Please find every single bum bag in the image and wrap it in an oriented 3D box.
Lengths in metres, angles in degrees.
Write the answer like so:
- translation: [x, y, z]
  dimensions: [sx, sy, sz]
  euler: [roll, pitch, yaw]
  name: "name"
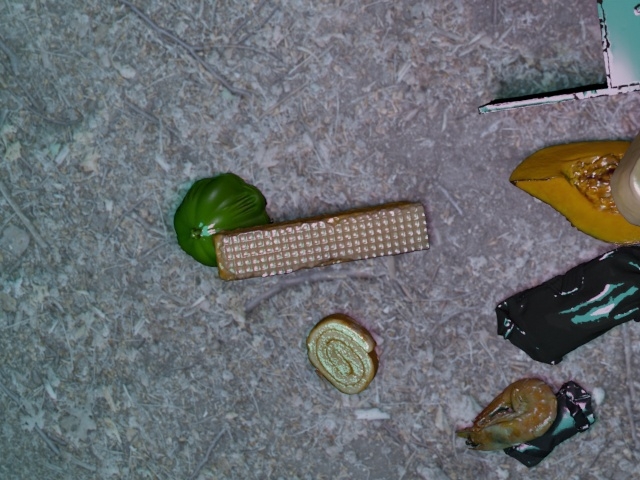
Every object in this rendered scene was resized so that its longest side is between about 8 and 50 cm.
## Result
- translation: [0.459, 0.112, 1.856]
  dimensions: [0.326, 0.080, 0.142]
  euler: [-28, 94, 24]
  name: "bum bag"
- translation: [0.407, 0.336, 1.934]
  dimensions: [0.198, 0.049, 0.087]
  euler: [-43, 81, 24]
  name: "bum bag"

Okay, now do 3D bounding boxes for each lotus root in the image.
- translation: [-0.200, -0.026, 1.973]
  dimensions: [0.186, 0.186, 0.186]
  euler: [4, 103, 16]
  name: "lotus root"

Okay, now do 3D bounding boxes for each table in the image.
- translation: [0.382, -0.347, 1.714]
  dimensions: [0.282, 0.196, 0.250]
  euler: [-7, 101, 18]
  name: "table"

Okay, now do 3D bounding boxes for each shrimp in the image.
- translation: [0.336, 0.318, 1.943]
  dimensions: [0.217, 0.115, 0.051]
  euler: [-30, 132, 35]
  name: "shrimp"

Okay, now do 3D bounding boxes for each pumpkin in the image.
- translation: [0.466, -0.077, 1.809]
  dimensions: [0.279, 0.111, 0.163]
  euler: [-4, 127, 15]
  name: "pumpkin"

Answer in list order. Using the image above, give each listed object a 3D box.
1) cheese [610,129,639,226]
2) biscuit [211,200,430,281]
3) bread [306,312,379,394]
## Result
- translation: [0.643, -0.183, 1.663]
  dimensions: [0.384, 0.104, 0.383]
  euler: [1, 83, -8]
  name: "cheese"
- translation: [0.000, 0.000, 1.913]
  dimensions: [0.379, 0.054, 0.094]
  euler: [-10, 103, -5]
  name: "biscuit"
- translation: [0.044, 0.208, 2.002]
  dimensions: [0.149, 0.073, 0.122]
  euler: [43, 108, 4]
  name: "bread"
